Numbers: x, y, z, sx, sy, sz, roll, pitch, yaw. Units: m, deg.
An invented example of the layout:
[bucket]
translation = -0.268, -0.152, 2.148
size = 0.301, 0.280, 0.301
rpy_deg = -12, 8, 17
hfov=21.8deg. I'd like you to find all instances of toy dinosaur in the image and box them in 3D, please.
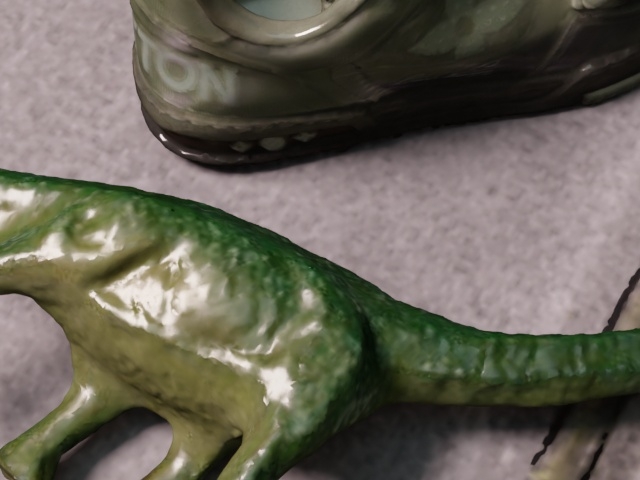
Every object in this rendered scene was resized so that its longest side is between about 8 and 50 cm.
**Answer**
[toy dinosaur]
translation = 0.000, 0.000, 0.649
size = 0.301, 0.087, 0.447
rpy_deg = -42, 75, -13

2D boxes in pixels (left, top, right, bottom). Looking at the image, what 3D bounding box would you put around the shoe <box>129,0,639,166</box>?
[shoe]
translation = 0.056, -0.124, 0.669
size = 0.293, 0.149, 0.109
rpy_deg = -18, 63, -2
